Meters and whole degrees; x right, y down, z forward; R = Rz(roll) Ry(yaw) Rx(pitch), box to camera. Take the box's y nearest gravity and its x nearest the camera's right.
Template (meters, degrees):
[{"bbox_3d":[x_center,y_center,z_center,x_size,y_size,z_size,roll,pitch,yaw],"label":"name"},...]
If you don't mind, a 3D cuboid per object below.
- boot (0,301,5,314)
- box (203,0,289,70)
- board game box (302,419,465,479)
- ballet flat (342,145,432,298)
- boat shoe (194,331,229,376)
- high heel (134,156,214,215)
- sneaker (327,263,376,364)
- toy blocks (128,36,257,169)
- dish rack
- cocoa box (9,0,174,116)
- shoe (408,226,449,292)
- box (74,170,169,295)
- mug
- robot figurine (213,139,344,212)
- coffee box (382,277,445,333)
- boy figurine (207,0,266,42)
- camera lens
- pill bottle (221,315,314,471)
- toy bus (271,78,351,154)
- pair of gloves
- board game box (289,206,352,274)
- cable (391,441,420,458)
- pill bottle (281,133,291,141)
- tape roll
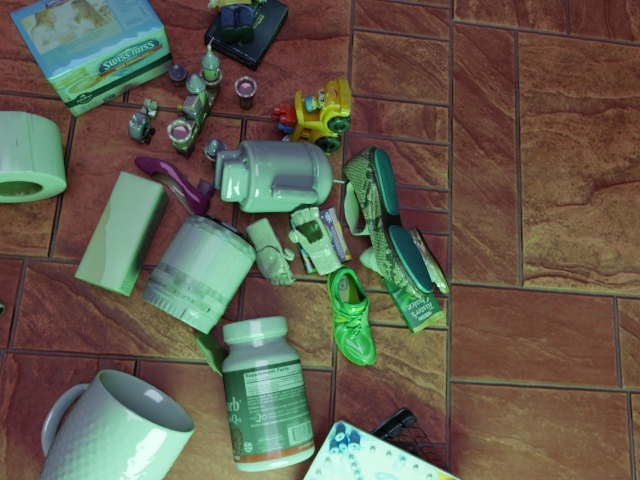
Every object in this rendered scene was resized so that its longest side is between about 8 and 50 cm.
[{"bbox_3d":[-0.990,0.208,1.428,0.176,0.088,0.244,39,68,3],"label":"boot"},{"bbox_3d":[-0.232,-0.678,1.721,0.184,0.059,0.232,28,76,-1],"label":"box"},{"bbox_3d":[0.130,0.708,1.394,0.390,0.050,0.389,27,101,-2],"label":"board game box"},{"bbox_3d":[0.172,-0.037,1.586,0.182,0.164,0.482,-27,70,31],"label":"ballet flat"},{"bbox_3d":[-0.295,0.319,1.513,0.153,0.048,0.056,51,54,-2],"label":"boat shoe"},{"bbox_3d":[-0.435,-0.152,1.574,0.244,0.082,0.117,25,66,-14],"label":"high heel"},{"bbox_3d":[0.085,0.211,1.535,0.110,0.123,0.295,-15,84,-10],"label":"sneaker"},{"bbox_3d":[-0.368,-0.394,1.541,0.309,0.260,0.288,22,77,-2],"label":"toy blocks"},{"bbox_3d":[0.242,0.630,1.497,0.208,0.074,0.271,-33,86,-11],"label":"dish rack"},{"bbox_3d":[-0.635,-0.567,1.560,0.347,0.228,0.231,-31,83,-12],"label":"cocoa box"},{"bbox_3d":[0.316,0.064,1.631,0.058,0.076,0.219,-31,78,15],"label":"shoe"},{"bbox_3d":[-0.536,-0.016,1.500,0.121,0.148,0.310,19,75,-2],"label":"box"},{"bbox_3d":[-0.549,0.508,1.345,0.374,0.276,0.328,29,82,31],"label":"mug"},{"bbox_3d":[-0.115,-0.179,1.532,0.354,0.199,0.300,-3,34,-26],"label":"robot figurine"},{"bbox_3d":[0.275,0.170,1.612,0.113,0.040,0.184,-26,82,-12],"label":"coffee box"},{"bbox_3d":[-0.255,-0.748,1.658,0.178,0.092,0.284,-4,80,-4],"label":"boy figurine"},{"bbox_3d":[-0.320,0.084,1.465,0.220,0.219,0.274,29,76,0],"label":"camera lens"},{"bbox_3d":[-0.145,0.391,1.427,0.210,0.210,0.362,-9,79,-9],"label":"pill bottle"},{"bbox_3d":[-0.030,-0.367,1.580,0.212,0.220,0.149,6,64,-15],"label":"toy bus"},{"bbox_3d":[-0.081,0.021,1.531,0.240,0.042,0.204,-15,102,17],"label":"pair of gloves"},{"bbox_3d":[0.000,0.000,1.611,0.141,0.048,0.170,-17,81,-12],"label":"board game box"},{"bbox_3d":[0.178,0.614,1.435,0.185,0.047,0.150,-13,90,-3],"label":"cable"},{"bbox_3d":[-0.079,-0.283,1.663,0.083,0.043,0.043,43,76,3],"label":"pill bottle"},{"bbox_3d":[-0.820,-0.215,1.455,0.246,0.246,0.169,-9,80,-9],"label":"tape roll"}]
